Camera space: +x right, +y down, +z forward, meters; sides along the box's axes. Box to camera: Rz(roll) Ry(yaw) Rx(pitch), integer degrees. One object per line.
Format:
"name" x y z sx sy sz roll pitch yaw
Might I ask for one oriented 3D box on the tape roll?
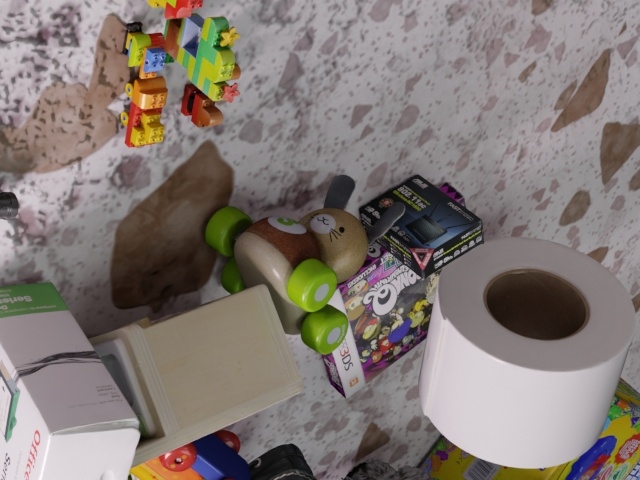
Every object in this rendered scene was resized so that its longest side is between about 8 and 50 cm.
"tape roll" 0.251 0.136 1.784 0.246 0.246 0.169 -22 138 -30

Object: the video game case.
"video game case" 0.093 0.065 1.799 0.232 0.042 0.210 -35 143 -16

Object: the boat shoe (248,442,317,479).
"boat shoe" -0.136 0.360 1.775 0.127 0.113 0.340 28 122 -34

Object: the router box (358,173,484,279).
"router box" 0.117 -0.018 1.682 0.092 0.122 0.038 -30 135 -22

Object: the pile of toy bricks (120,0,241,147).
"pile of toy bricks" -0.111 -0.168 1.338 0.118 0.105 0.212 -14 132 -37

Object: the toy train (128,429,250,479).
"toy train" -0.204 0.241 1.638 0.143 0.105 0.248 -37 122 15

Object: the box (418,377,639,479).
"box" 0.339 0.316 2.157 0.290 0.177 0.279 -54 144 8

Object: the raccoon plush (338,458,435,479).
"raccoon plush" 0.143 0.502 1.968 0.216 0.446 0.299 -52 154 -45

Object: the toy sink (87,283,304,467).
"toy sink" -0.165 0.142 1.493 0.234 0.131 0.152 -21 180 -32

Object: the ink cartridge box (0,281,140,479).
"ink cartridge box" -0.268 0.169 1.381 0.092 0.219 0.160 -4 125 -33

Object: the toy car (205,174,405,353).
"toy car" 0.000 0.000 1.571 0.188 0.155 0.149 -43 144 -23

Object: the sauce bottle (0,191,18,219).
"sauce bottle" -0.332 -0.029 1.297 0.128 0.042 0.042 -3 125 -41
